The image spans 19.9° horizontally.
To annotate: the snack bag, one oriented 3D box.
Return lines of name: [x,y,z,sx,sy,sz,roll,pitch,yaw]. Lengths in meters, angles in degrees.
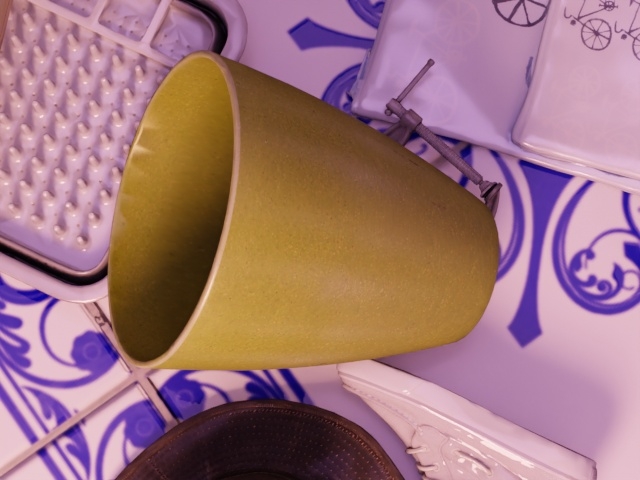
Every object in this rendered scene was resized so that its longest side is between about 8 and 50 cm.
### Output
snack bag: [0.227,-0.231,1.762,0.342,0.037,0.323,16,81,4]

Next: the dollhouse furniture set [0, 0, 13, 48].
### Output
dollhouse furniture set: [-0.483,-0.213,1.580,0.394,0.362,0.257,8,69,3]

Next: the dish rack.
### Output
dish rack: [-0.251,-0.128,1.733,0.285,0.072,0.333,25,81,4]

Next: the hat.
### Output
hat: [-0.076,0.286,1.604,0.331,0.134,0.331,-3,75,12]

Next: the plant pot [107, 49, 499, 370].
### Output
plant pot: [0.000,0.000,1.604,0.293,0.274,0.275,12,79,-25]

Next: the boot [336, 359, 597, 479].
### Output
boot: [0.112,0.202,1.657,0.258,0.095,0.123,25,88,11]

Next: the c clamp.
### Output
c clamp: [0.109,-0.067,1.724,0.137,0.022,0.161,-43,88,8]
